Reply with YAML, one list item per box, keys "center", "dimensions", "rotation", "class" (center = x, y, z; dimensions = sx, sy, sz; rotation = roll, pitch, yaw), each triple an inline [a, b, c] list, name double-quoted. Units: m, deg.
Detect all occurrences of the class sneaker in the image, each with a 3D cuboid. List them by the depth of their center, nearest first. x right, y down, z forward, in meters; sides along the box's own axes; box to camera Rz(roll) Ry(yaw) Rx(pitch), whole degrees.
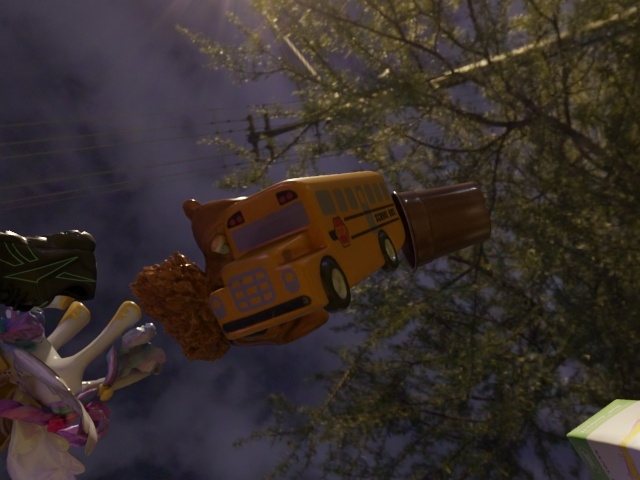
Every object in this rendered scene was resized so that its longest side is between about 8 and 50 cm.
- center: [-0.421, 0.044, 0.730]
  dimensions: [0.267, 0.101, 0.106]
  rotation: [-3, -102, -57]
  class: "sneaker"

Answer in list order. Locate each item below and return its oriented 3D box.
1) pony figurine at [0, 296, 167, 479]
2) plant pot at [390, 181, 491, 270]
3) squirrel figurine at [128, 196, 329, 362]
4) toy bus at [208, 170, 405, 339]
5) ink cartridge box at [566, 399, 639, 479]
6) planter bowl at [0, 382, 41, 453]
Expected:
- center: [-0.417, 0.225, 0.823]
  dimensions: [0.363, 0.351, 0.303]
  rotation: [-35, -30, -59]
  class: "pony figurine"
- center: [0.245, -0.038, 1.084]
  dimensions: [0.165, 0.167, 0.167]
  rotation: [-14, -82, -2]
  class: "plant pot"
- center: [-0.226, 0.088, 1.224]
  dimensions: [0.397, 0.281, 0.370]
  rotation: [-29, -40, -9]
  class: "squirrel figurine"
- center: [0.000, 0.000, 0.596]
  dimensions: [0.333, 0.108, 0.130]
  rotation: [-21, -90, -66]
  class: "toy bus"
- center: [0.507, 0.335, 0.705]
  dimensions: [0.119, 0.353, 0.207]
  rotation: [-29, -103, -9]
  class: "ink cartridge box"
- center: [-0.617, 0.326, 1.040]
  dimensions: [0.090, 0.217, 0.217]
  rotation: [43, -120, -57]
  class: "planter bowl"
